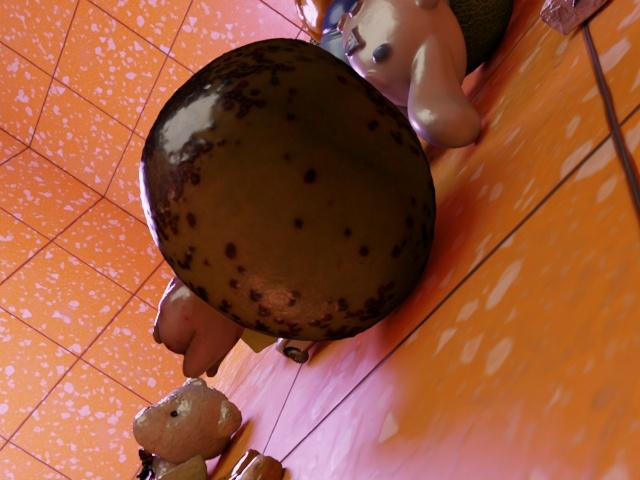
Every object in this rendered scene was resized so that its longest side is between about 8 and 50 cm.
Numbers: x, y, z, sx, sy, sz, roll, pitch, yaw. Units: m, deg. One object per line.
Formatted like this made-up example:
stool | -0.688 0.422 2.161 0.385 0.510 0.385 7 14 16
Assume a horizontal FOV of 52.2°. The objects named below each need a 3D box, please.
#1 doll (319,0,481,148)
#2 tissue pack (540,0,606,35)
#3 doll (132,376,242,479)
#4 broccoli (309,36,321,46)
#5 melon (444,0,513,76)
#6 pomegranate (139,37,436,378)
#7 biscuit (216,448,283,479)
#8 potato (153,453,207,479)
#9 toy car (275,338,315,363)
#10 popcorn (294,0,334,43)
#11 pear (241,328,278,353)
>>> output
doll | 0.068 -0.217 0.881 0.366 0.187 0.376 122 160 -59
tissue pack | 0.241 -0.237 0.592 0.083 0.042 0.062 -58 7 -22
doll | -0.233 0.340 0.961 0.175 0.149 0.278 18 86 52
broccoli | 0.108 -0.383 1.492 0.310 0.321 0.413 -48 -20 -53
melon | 0.216 -0.317 0.949 0.169 0.129 0.265 -21 -30 -18
pomegranate | -0.058 -0.009 0.619 0.341 0.285 0.285 -49 7 21
biscuit | -0.107 0.278 0.653 0.158 0.035 0.240 -56 5 -26
potato | -0.182 0.356 0.803 0.120 0.081 0.149 -18 -44 -45
toy car | 0.004 0.077 0.773 0.095 0.056 0.205 -58 4 -36
popcorn | 0.147 -0.461 1.117 0.390 0.354 0.344 -35 1 5
pear | -0.105 0.030 1.036 0.176 0.286 0.282 -37 4 -1
